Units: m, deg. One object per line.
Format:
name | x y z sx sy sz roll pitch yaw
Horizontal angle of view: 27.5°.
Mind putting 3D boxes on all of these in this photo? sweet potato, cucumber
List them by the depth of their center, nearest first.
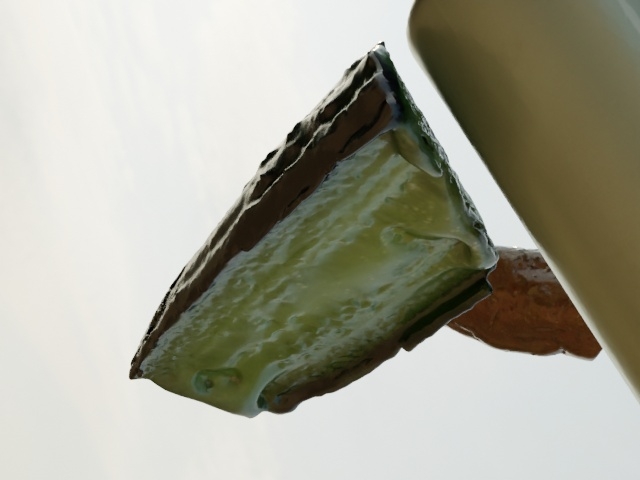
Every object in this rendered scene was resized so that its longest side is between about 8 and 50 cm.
cucumber | 0.000 0.000 0.543 0.193 0.115 0.085 -47 -134 31
sweet potato | 0.157 0.051 1.152 0.252 0.097 0.097 6 -60 32

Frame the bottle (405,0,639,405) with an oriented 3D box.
bottle | 0.108 -0.052 0.495 0.245 0.104 0.104 59 -25 14
